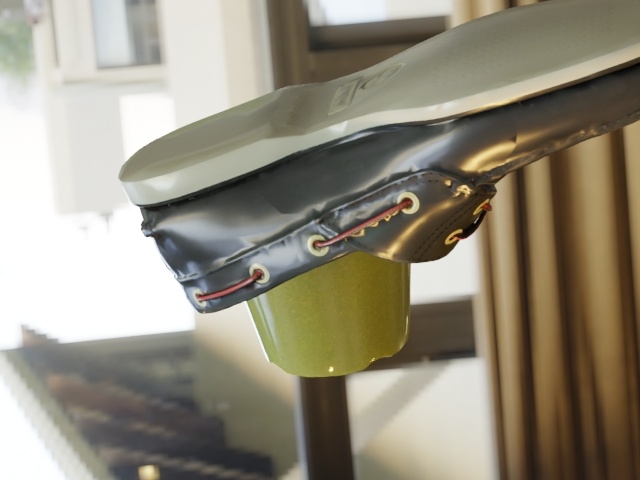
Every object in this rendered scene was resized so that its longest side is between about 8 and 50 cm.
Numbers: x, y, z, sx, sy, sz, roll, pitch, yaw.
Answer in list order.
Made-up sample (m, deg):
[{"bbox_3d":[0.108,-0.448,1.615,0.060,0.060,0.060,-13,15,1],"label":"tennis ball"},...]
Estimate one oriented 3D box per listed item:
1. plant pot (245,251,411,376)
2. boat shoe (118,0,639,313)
[{"bbox_3d":[0.000,0.000,0.607,0.083,0.079,0.083,-9,-156,4],"label":"plant pot"},{"bbox_3d":[0.020,-0.019,0.396,0.133,0.042,0.049,-18,-161,24],"label":"boat shoe"}]
